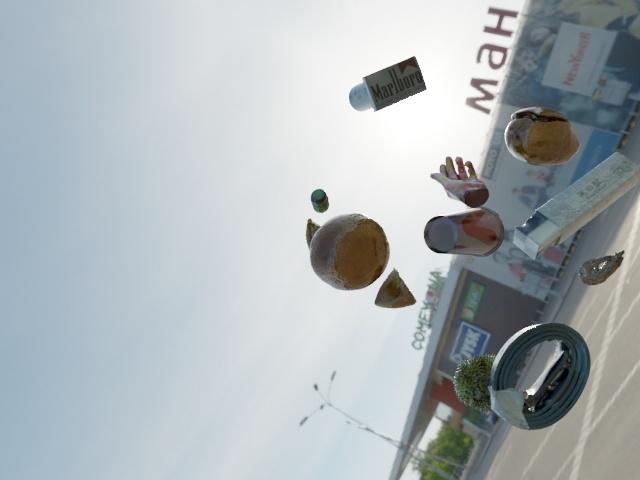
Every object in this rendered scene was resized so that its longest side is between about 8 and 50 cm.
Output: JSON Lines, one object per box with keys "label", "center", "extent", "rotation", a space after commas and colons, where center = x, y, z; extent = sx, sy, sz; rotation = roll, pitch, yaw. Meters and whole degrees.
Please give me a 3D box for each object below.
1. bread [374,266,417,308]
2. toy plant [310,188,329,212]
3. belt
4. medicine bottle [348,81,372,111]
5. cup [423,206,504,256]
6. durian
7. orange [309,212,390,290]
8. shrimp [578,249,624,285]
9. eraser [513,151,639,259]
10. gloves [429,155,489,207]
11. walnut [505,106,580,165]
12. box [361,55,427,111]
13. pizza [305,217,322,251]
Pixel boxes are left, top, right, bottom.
{"label": "bread", "center": [0.242, 0.186, 1.698], "extent": [0.136, 0.154, 0.054], "rotation": [-38, -38, 18]}
{"label": "toy plant", "center": [0.000, -0.196, 2.518], "extent": [0.092, 0.093, 0.162], "rotation": [-57, -21, -18]}
{"label": "belt", "center": [0.835, 0.518, 1.893], "extent": [0.436, 0.300, 0.173], "rotation": [-54, -19, -6]}
{"label": "medicine bottle", "center": [0.252, -0.655, 2.141], "extent": [0.131, 0.341, 0.130], "rotation": [-2, -86, -22]}
{"label": "cup", "center": [0.506, -0.028, 1.756], "extent": [0.289, 0.203, 0.202], "rotation": [-5, -62, -45]}
{"label": "durian", "center": [0.741, 0.659, 2.255], "extent": [0.291, 0.291, 0.225], "rotation": [-56, 15, -19]}
{"label": "orange", "center": [0.098, 0.033, 1.573], "extent": [0.264, 0.264, 0.264], "rotation": [-45, -31, -37]}
{"label": "shrimp", "center": [1.087, 0.101, 1.884], "extent": [0.190, 0.101, 0.042], "rotation": [-47, -10, 27]}
{"label": "eraser", "center": [0.751, -0.104, 1.433], "extent": [0.404, 0.098, 0.096], "rotation": [-35, -34, -9]}
{"label": "gloves", "center": [0.493, -0.206, 1.746], "extent": [0.145, 0.241, 0.126], "rotation": [-31, -59, 3]}
{"label": "walnut", "center": [0.813, -0.365, 1.771], "extent": [0.337, 0.209, 0.208], "rotation": [11, -75, -28]}
{"label": "box", "center": [0.230, -0.485, 1.518], "extent": [0.178, 0.115, 0.036], "rotation": [-24, 12, -3]}
{"label": "pizza", "center": [0.000, 0.000, 1.803], "extent": [0.041, 0.131, 0.178], "rotation": [-1, -95, -51]}
